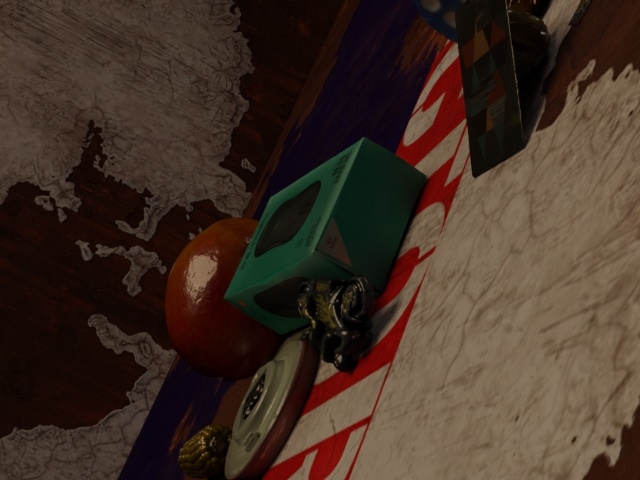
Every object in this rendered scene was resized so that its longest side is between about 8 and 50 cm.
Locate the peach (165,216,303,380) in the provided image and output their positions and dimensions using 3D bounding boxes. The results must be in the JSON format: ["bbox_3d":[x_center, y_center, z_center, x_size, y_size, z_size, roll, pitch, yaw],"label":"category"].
[{"bbox_3d":[-0.142,0.098,1.881,0.281,0.238,0.280,-12,63,25],"label":"peach"}]

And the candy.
[{"bbox_3d":[0.222,-0.227,1.355,0.095,0.085,0.110,-76,8,-47],"label":"candy"}]

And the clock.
[{"bbox_3d":[-0.080,0.247,1.694,0.244,0.056,0.244,-59,9,15],"label":"clock"}]

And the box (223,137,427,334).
[{"bbox_3d":[0.000,0.000,1.649,0.311,0.118,0.205,-27,37,58],"label":"box"}]

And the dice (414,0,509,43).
[{"bbox_3d":[0.222,-0.365,1.567,0.146,0.143,0.146,-63,8,-28],"label":"dice"}]

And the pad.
[{"bbox_3d":[0.193,-0.191,1.315,0.143,0.003,0.211,145,122,-70],"label":"pad"}]

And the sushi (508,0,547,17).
[{"bbox_3d":[0.270,-0.310,1.450,0.050,0.047,0.099,40,-114,-64],"label":"sushi"}]

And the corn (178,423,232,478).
[{"bbox_3d":[-0.193,0.362,1.909,0.080,0.080,0.231,-66,9,-25],"label":"corn"}]

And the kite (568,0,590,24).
[{"bbox_3d":[0.297,-0.268,1.306,0.044,0.002,0.078,-58,11,23],"label":"kite"}]

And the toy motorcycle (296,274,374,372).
[{"bbox_3d":[0.019,0.108,1.465,0.193,0.061,0.124,-10,83,61],"label":"toy motorcycle"}]
